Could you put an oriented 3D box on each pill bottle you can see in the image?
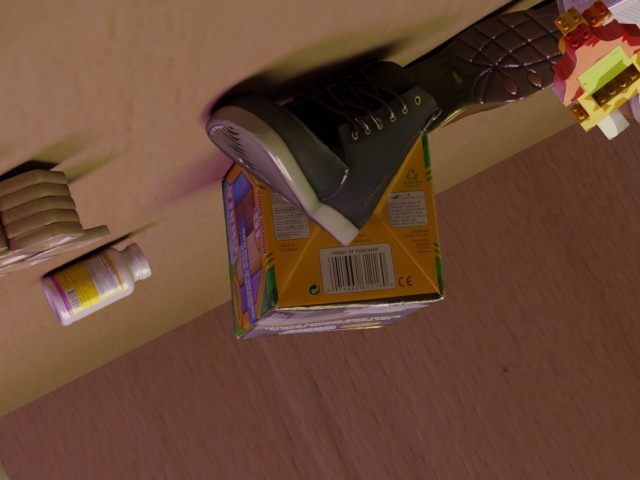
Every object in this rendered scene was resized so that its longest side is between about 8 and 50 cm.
[{"bbox_3d":[-0.181,0.033,1.398,0.083,0.043,0.043,-26,176,-15],"label":"pill bottle"}]

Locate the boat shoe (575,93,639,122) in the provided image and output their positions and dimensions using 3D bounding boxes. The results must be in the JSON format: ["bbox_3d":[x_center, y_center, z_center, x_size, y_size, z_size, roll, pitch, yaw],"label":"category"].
[{"bbox_3d":[0.292,-0.183,1.489,0.116,0.123,0.324,8,-161,25],"label":"boat shoe"}]

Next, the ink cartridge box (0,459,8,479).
[{"bbox_3d":[-0.213,0.057,0.709,0.109,0.150,0.063,-29,172,22],"label":"ink cartridge box"}]

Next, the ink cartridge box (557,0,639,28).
[{"bbox_3d":[0.309,-0.189,1.181,0.189,0.066,0.232,10,151,-43],"label":"ink cartridge box"}]

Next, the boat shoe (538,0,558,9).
[{"bbox_3d":[0.216,-0.177,1.327,0.153,0.056,0.048,-27,-174,10],"label":"boat shoe"}]

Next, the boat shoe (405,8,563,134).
[{"bbox_3d":[0.123,-0.129,1.275,0.178,0.064,0.060,-22,-175,31],"label":"boat shoe"}]

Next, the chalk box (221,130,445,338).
[{"bbox_3d":[0.000,0.000,1.315,0.132,0.132,0.213,-4,172,-13],"label":"chalk box"}]

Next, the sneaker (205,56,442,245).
[{"bbox_3d":[0.004,-0.080,1.102,0.118,0.083,0.222,-53,163,-1],"label":"sneaker"}]

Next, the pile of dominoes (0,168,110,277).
[{"bbox_3d":[-0.255,0.022,0.962,0.251,0.040,0.196,-20,178,7],"label":"pile of dominoes"}]

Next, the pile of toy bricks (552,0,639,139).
[{"bbox_3d":[0.210,-0.174,1.025,0.212,0.118,0.105,-38,135,10],"label":"pile of toy bricks"}]
